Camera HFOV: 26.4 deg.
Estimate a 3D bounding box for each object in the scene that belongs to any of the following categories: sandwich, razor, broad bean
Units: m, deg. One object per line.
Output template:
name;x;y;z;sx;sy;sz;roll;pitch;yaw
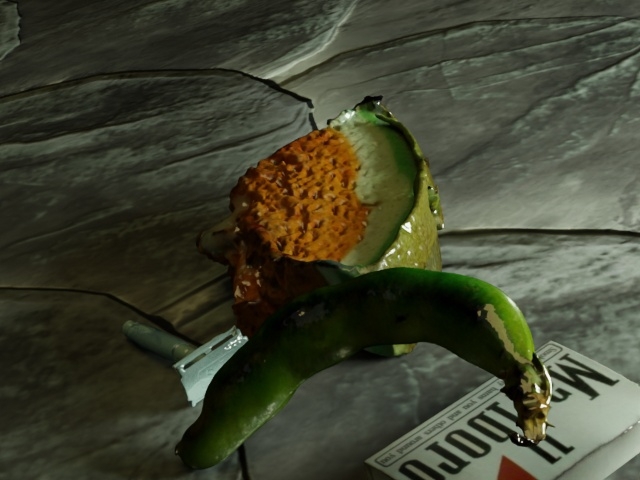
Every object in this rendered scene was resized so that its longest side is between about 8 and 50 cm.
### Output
sandwich;0.011;0.001;1.127;0.212;0.109;0.292;-23;28;-5
razor;-0.121;0.086;1.101;0.068;0.040;0.135;-32;30;-30
broad bean;0.027;0.085;0.941;0.292;0.049;0.144;-9;54;30

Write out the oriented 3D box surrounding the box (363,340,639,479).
box;0.132;0.137;0.913;0.177;0.036;0.115;-29;34;-26
